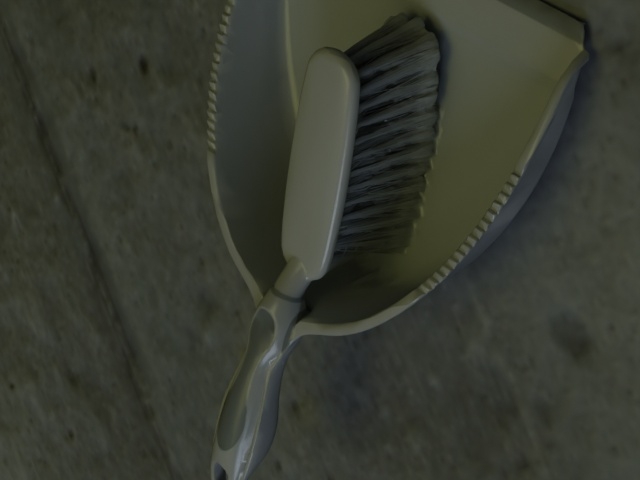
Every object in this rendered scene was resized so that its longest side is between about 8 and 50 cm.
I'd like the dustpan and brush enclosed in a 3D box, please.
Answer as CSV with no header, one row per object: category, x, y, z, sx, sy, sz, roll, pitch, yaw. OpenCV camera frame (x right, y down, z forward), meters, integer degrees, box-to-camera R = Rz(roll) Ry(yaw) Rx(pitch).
dustpan and brush,0.000,0.000,0.596,0.147,0.060,0.211,34,126,36
